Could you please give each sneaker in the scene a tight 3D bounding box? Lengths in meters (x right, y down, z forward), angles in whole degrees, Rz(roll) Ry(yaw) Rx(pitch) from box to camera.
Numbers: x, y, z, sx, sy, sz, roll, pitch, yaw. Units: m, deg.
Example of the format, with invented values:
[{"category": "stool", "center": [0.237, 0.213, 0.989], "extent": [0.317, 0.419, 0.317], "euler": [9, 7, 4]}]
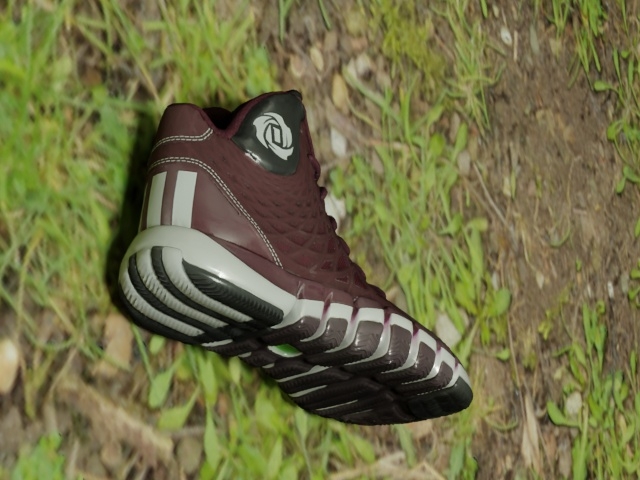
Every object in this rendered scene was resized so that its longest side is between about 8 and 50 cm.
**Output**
[{"category": "sneaker", "center": [0.000, 0.000, 1.146], "extent": [0.281, 0.106, 0.162], "euler": [32, 52, -49]}]
